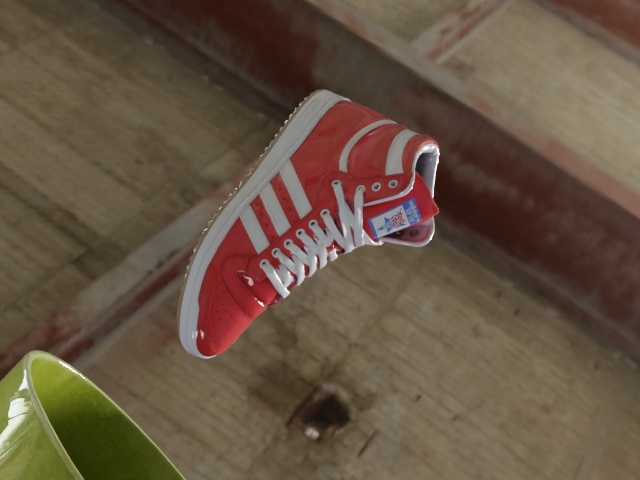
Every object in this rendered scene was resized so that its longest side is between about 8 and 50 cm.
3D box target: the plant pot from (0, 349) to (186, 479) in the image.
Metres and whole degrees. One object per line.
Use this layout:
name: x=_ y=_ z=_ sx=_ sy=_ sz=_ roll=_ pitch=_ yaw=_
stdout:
plant pot: x=-0.214 y=0.271 z=0.725 sx=0.275 sy=0.293 sz=0.275 roll=50 pitch=177 yaw=4

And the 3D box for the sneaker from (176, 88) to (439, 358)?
sneaker: x=0.000 y=0.000 z=0.411 sx=0.067 sy=0.042 sz=0.118 roll=22 pitch=-109 yaw=27
